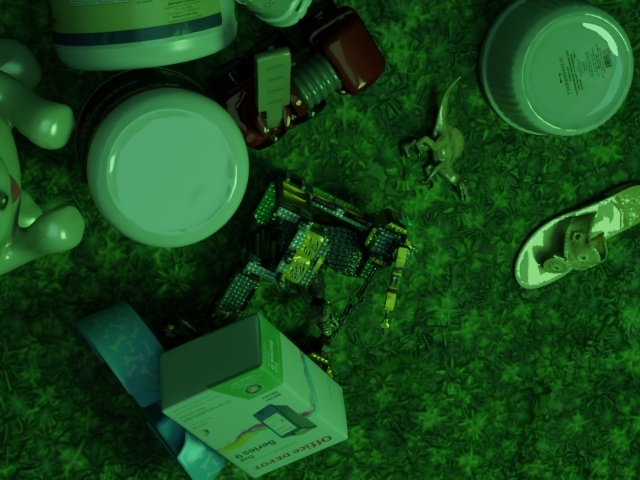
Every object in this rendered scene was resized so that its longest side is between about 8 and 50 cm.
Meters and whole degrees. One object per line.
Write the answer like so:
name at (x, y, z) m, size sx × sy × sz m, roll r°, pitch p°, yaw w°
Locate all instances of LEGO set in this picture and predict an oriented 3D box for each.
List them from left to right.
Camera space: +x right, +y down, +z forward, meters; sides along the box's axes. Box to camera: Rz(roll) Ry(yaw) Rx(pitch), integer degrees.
LEGO set at (-0.024, 0.076, 1.793) m, size 0.255 × 0.192 × 0.331 m, roll 35°, pitch 105°, yaw -14°

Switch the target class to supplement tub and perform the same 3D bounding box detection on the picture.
supplement tub at (-0.228, -0.377, 1.627) m, size 0.228 × 0.228 × 0.316 m, roll -10°, pitch 107°, yaw -12°
supplement tub at (-0.203, -0.112, 1.683) m, size 0.191 × 0.272 × 0.191 m, roll -4°, pitch 106°, yaw -14°

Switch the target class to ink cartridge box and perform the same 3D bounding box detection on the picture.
ink cartridge box at (-0.084, 0.203, 1.744) m, size 0.154 × 0.093 × 0.212 m, roll -25°, pitch 138°, yaw 19°

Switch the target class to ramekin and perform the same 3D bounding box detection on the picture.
ramekin at (0.333, -0.241, 1.879) m, size 0.207 × 0.109 × 0.207 m, roll -4°, pitch 105°, yaw -14°

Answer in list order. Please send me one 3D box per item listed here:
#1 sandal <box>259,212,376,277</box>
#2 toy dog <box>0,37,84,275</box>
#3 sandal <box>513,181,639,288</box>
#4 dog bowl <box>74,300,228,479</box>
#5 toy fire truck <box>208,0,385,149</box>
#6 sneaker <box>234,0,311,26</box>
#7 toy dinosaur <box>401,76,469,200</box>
sandal at (0.000, 0.000, 1.897) m, size 0.179 × 0.040 × 0.067 m, roll 19°, pitch 95°, yaw -9°
toy dog at (-0.463, -0.084, 1.549) m, size 0.395 × 0.408 × 0.285 m, roll 7°, pitch 102°, yaw -17°
sandal at (0.393, -0.004, 1.975) m, size 0.240 × 0.079 × 0.088 m, roll -33°, pitch 110°, yaw -4°
dog bowl at (-0.217, 0.205, 1.830) m, size 0.074 × 0.166 × 0.297 m, roll -37°, pitch 111°, yaw -11°
toy fire truck at (-0.024, -0.212, 1.717) m, size 0.217 × 0.246 × 0.158 m, roll -34°, pitch 111°, yaw -4°
sneaker at (-0.036, -0.400, 1.625) m, size 0.115 × 0.105 × 0.281 m, roll 2°, pitch 102°, yaw -59°
toy dinosaur at (0.164, -0.138, 1.902) m, size 0.092 × 0.053 × 0.183 m, roll -23°, pitch 118°, yaw -24°
